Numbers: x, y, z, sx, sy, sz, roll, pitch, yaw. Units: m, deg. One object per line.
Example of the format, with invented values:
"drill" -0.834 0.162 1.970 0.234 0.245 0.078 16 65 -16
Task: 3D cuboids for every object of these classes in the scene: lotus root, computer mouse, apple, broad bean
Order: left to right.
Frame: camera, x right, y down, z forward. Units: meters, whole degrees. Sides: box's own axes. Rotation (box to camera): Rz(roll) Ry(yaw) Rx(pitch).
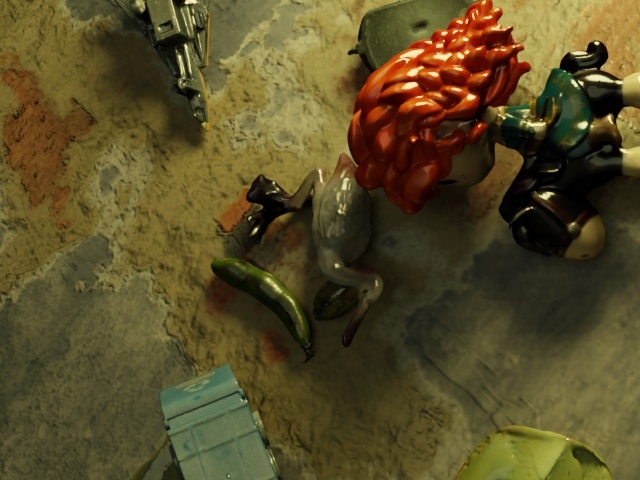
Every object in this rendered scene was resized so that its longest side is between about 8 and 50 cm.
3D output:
"broad bean" -0.082 0.089 1.536 0.227 0.039 0.069 45 106 23
"lotus root" 0.023 0.084 1.485 0.099 0.049 0.054 -43 69 16
"computer mouse" 0.148 -0.305 1.484 0.229 0.068 0.113 -11 90 32
"apple" 0.270 0.339 1.270 0.207 0.174 0.188 21 71 27

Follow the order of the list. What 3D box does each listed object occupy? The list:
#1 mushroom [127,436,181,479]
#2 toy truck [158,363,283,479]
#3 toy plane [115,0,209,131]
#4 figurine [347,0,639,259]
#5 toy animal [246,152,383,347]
"mushroom" -0.292 0.432 1.550 0.107 0.087 0.333 23 88 20
"toy truck" -0.117 0.358 1.417 0.146 0.175 0.367 -23 74 -7
"toy plane" -0.234 -0.328 1.634 0.204 0.103 0.316 -19 74 19
"figurine" 0.251 -0.141 1.347 0.411 0.241 0.306 25 117 8
"toy animal" 0.023 -0.008 1.466 0.195 0.090 0.324 -45 52 1
